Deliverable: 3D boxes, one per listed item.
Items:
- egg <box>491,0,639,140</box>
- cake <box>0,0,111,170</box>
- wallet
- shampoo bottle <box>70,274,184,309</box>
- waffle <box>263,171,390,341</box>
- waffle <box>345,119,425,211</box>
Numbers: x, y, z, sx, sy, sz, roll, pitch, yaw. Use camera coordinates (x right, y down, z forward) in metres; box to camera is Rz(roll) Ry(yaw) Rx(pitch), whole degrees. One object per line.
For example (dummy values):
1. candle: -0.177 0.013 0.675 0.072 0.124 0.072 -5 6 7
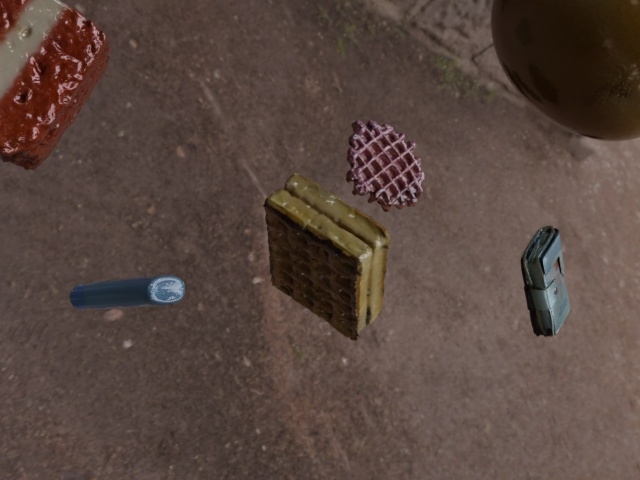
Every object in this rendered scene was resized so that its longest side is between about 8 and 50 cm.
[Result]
1. egg: 0.404 -0.308 1.099 0.283 0.282 0.351 8 53 -46
2. cake: -0.558 -0.301 1.263 0.319 0.269 0.270 32 79 -14
3. wallet: 0.593 0.111 1.966 0.176 0.075 0.250 -44 126 -45
4. shampoo bottle: -0.406 0.109 1.528 0.104 0.258 0.061 0 84 -59
5. waffle: 0.011 0.036 1.305 0.213 0.308 0.091 33 66 19
6. waffle: 0.158 -0.178 1.790 0.234 0.055 0.221 16 66 -32
